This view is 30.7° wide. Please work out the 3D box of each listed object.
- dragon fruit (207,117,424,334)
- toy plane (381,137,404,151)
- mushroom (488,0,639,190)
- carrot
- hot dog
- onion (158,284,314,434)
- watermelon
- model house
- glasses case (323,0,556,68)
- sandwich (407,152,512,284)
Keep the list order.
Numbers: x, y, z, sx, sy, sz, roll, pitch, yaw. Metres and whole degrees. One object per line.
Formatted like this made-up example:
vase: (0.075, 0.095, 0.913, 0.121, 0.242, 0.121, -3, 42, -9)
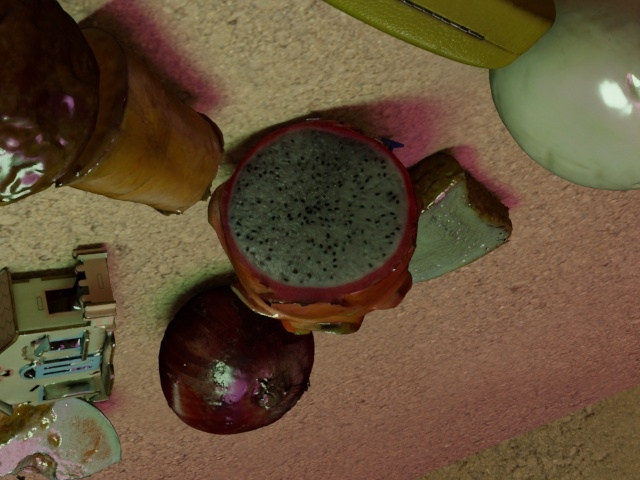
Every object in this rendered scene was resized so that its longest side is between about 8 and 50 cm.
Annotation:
dragon fruit: (0.000, 0.000, 1.682, 0.306, 0.305, 0.225, -16, 157, -2)
toy plane: (0.091, -0.076, 1.776, 0.054, 0.062, 0.167, 17, 111, 5)
mushroom: (0.403, -0.200, 1.525, 0.356, 0.315, 0.315, 3, 147, -10)
carrot: (-0.227, -0.126, 1.436, 0.196, 0.196, 0.254, -30, 152, 22)
hot dog: (-0.397, -0.194, 1.148, 0.267, 0.174, 0.387, -57, 135, -8)
onion: (-0.137, 0.202, 1.978, 0.276, 0.276, 0.276, -13, 151, -8)
watermelon: (-0.533, 0.331, 2.122, 0.322, 0.188, 0.175, 13, 94, -32)
model house: (-0.453, 0.165, 1.829, 0.244, 0.169, 0.326, -4, 149, -19)
glasses case: (0.093, -0.307, 1.301, 0.371, 0.173, 0.141, 16, 136, -41)
sandwich: (0.179, -0.026, 1.919, 0.226, 0.087, 0.251, -24, 148, 21)
